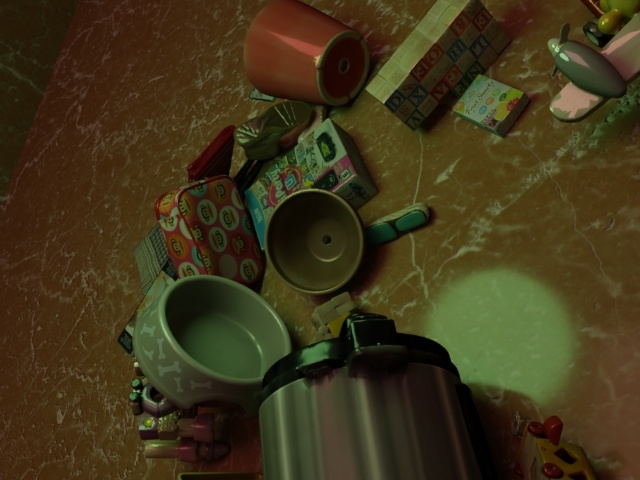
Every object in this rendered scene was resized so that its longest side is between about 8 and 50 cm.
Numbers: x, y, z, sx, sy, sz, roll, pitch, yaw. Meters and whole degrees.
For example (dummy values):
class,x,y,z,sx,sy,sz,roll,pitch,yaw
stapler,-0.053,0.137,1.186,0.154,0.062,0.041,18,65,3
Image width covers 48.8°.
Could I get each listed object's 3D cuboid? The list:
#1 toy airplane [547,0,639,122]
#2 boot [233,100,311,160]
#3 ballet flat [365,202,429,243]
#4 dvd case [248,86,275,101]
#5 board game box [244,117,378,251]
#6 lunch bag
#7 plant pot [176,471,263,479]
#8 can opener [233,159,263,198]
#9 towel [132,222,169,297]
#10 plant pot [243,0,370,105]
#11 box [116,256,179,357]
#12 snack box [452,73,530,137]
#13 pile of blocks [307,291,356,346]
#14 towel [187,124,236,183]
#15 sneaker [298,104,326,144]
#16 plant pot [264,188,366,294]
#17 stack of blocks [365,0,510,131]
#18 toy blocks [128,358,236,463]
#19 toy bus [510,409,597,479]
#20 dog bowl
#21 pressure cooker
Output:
class,x,y,z,sx,sy,sz,roll,pitch,yaw
toy airplane,0.590,-0.407,1.228,0.384,0.272,0.386,-5,63,40
boot,-0.119,-0.291,1.900,0.213,0.165,0.077,-25,76,0
ballet flat,0.169,-0.038,1.567,0.168,0.057,0.052,-20,26,29
dvd case,-0.161,-0.462,2.129,0.119,0.013,0.087,19,80,47
board game box,-0.032,-0.122,1.755,0.303,0.097,0.224,-39,45,19
lunch bag,-0.255,-0.012,1.750,0.120,0.258,0.293,-11,101,39
plant pot,-0.188,0.606,1.407,0.212,0.212,0.187,36,106,47
can opener,-0.224,-0.162,1.978,0.073,0.059,0.186,28,87,47
towel,-0.428,0.039,2.048,0.312,0.056,0.324,-41,46,16
plant pot,-0.021,-0.479,1.850,0.243,0.275,0.275,28,87,38
box,-0.374,0.183,1.836,0.087,0.169,0.290,31,87,45
snack box,0.369,-0.294,1.534,0.100,0.037,0.141,-52,43,4
pile of blocks,0.002,0.290,1.497,0.112,0.149,0.362,114,-179,-68
towel,-0.301,-0.173,1.908,0.199,0.031,0.275,-53,-7,-31
sneaker,0.000,-0.298,1.865,0.070,0.051,0.134,17,72,32
plant pot,0.000,0.000,1.611,0.237,0.110,0.237,1,94,20
stack of blocks,0.265,-0.397,1.591,0.297,0.171,0.087,-49,43,10
toy blocks,-0.265,0.322,1.601,0.260,0.309,0.288,1,49,-4
toy bus,0.371,0.363,1.099,0.104,0.191,0.202,10,68,-1
dog bowl,-0.218,0.214,1.516,0.102,0.349,0.348,-57,39,30
pressure cooker,0.078,0.339,1.184,0.370,0.375,0.420,-31,49,29
